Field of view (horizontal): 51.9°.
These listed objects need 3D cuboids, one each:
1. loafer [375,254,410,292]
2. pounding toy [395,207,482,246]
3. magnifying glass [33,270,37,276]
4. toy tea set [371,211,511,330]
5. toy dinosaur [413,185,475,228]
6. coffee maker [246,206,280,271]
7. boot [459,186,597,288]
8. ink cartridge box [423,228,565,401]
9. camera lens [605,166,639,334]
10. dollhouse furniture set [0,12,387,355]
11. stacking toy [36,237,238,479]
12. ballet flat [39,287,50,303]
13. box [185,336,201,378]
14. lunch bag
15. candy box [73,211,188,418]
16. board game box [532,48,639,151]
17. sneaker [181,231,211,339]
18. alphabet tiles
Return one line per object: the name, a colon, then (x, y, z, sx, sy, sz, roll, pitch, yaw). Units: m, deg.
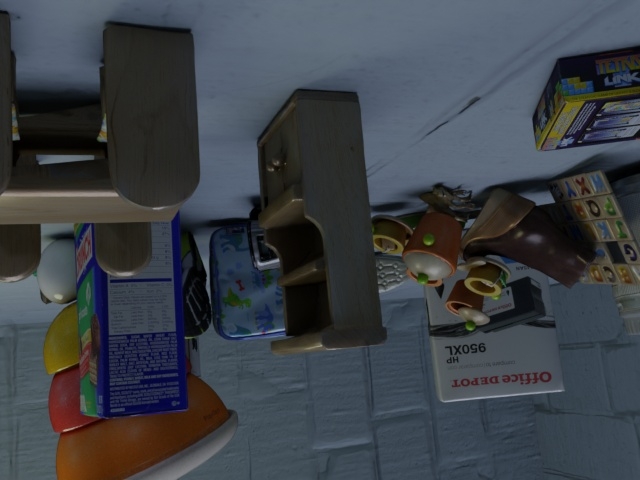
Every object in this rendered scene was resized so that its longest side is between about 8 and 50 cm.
loafer: (0.101, 0.093, 1.835, 0.319, 0.112, 0.111, -8, -168, 17)
pounding toy: (0.232, 0.006, 1.352, 0.183, 0.110, 0.237, 1, 169, -33)
magnifying glass: (-0.580, 0.059, 1.458, 0.092, 0.026, 0.231, 1, 168, -31)
toy tea set: (0.226, 0.075, 1.216, 0.336, 0.124, 0.200, 37, 153, -28)
toy dinosaur: (0.219, -0.065, 1.162, 0.092, 0.053, 0.183, 10, 163, 1)
coffee maker: (-0.024, -0.008, 1.107, 0.178, 0.120, 0.171, -6, 171, 6)
boot: (0.366, 0.027, 1.198, 0.090, 0.207, 0.248, -44, 163, -21)
ink cartridge box: (0.400, 0.174, 1.575, 0.285, 0.395, 0.166, -7, 170, 7)
camera lens: (0.600, 0.013, 1.109, 0.219, 0.274, 0.219, -5, 170, -1)
dollhouse furniture set: (-0.160, -0.005, 0.650, 0.394, 0.256, 0.362, -2, 169, -21)
stacking toy: (-0.391, 0.219, 1.227, 0.350, 0.480, 0.350, -22, 178, -1)
ballet flat: (-0.615, 0.104, 1.512, 0.084, 0.058, 0.250, -39, -171, -19)
box: (-0.325, 0.171, 1.471, 0.087, 0.290, 0.169, -5, 171, -5)
lunch bag: (-0.118, 0.074, 1.233, 0.176, 0.219, 0.090, -2, 176, -17)
candy box: (-0.293, 0.097, 0.987, 0.122, 0.317, 0.268, 1, 167, -26)
board game box: (0.312, -0.148, 0.700, 0.141, 0.048, 0.170, -5, 171, 8)
sneaker: (-0.270, 0.092, 1.183, 0.121, 0.111, 0.300, -21, -155, -1)
alphabet tiles: (0.443, -0.015, 1.106, 0.009, 0.198, 0.237, -27, -177, -10)
